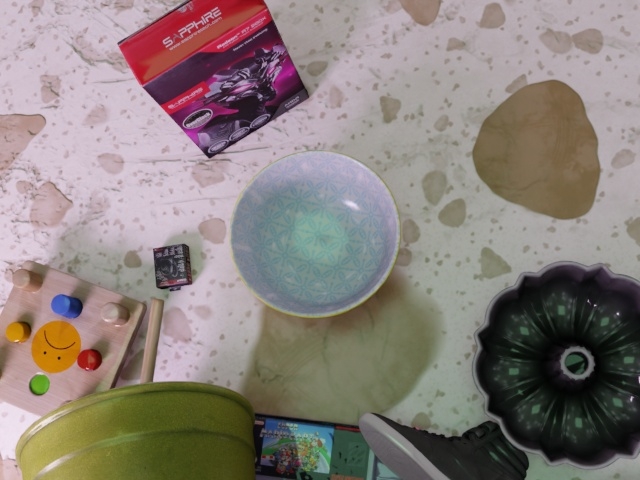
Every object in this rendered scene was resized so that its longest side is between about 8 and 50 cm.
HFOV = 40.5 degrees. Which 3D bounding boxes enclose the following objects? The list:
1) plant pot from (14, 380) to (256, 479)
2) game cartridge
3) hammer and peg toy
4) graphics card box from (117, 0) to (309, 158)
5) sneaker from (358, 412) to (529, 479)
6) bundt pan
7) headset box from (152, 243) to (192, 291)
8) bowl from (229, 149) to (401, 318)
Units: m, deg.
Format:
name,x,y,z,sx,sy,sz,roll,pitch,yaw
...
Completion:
name,x,y,z,sx,sy,sz,roll,pitch,yaw
plant pot,-0.242,0.446,1.252,0.367,0.366,0.352,-20,56,5
game cartridge,-0.029,0.422,1.480,0.355,0.068,0.230,5,84,10
hammer and peg toy,-0.418,0.201,1.550,0.362,0.127,0.265,18,80,12
graphics card box,-0.166,-0.285,1.482,0.233,0.371,0.094,-32,75,1
sneaker,0.208,0.338,1.417,0.296,0.104,0.147,34,61,3
bundt pan,0.412,0.203,1.418,0.331,0.124,0.330,-2,79,8
headset box,-0.273,0.052,1.605,0.062,0.032,0.083,-10,78,8
bowl,0.000,0.000,1.508,0.290,0.156,0.289,-2,79,9
